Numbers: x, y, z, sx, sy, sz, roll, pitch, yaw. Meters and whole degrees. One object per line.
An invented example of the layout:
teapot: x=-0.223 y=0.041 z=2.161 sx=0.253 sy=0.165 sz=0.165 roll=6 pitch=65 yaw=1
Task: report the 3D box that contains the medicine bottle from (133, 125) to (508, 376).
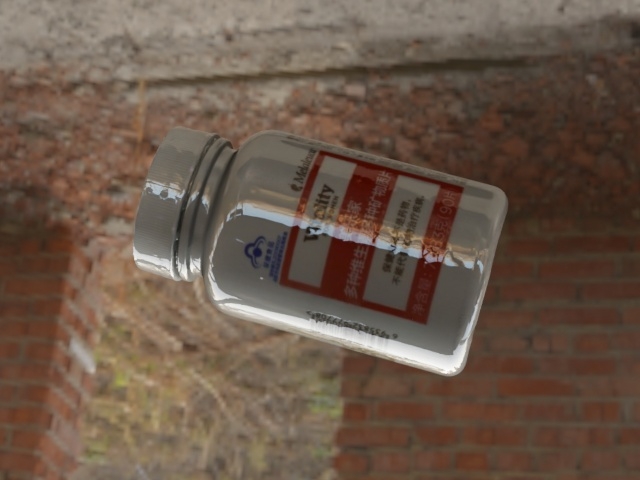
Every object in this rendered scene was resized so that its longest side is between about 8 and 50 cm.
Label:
medicine bottle: x=0.000 y=0.000 z=0.547 sx=0.140 sy=0.079 sz=0.079 roll=16 pitch=154 yaw=7
